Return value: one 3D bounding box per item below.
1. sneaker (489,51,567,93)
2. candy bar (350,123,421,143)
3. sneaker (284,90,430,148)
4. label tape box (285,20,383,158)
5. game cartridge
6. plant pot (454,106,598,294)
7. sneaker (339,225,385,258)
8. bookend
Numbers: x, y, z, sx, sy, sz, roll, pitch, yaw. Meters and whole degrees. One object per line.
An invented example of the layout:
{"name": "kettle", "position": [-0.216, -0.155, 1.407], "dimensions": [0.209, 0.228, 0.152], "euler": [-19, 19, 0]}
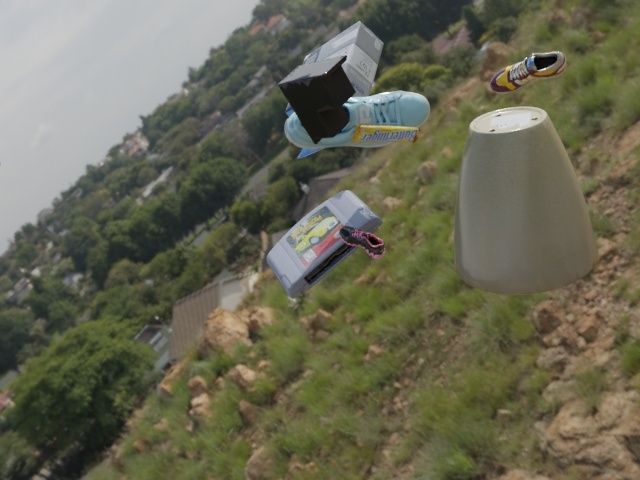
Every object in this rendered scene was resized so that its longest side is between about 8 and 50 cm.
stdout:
{"name": "sneaker", "position": [0.498, -0.416, 1.541], "dimensions": [0.186, 0.069, 0.084], "euler": [-16, -15, 26]}
{"name": "candy bar", "position": [0.134, -0.214, 1.276], "dimensions": [0.018, 0.162, 0.040], "euler": [55, 139, 45]}
{"name": "sneaker", "position": [0.100, -0.286, 1.526], "dimensions": [0.366, 0.135, 0.150], "euler": [-13, 7, -5]}
{"name": "label tape box", "position": [0.026, -0.431, 1.836], "dimensions": [0.249, 0.115, 0.347], "euler": [-17, 46, 47]}
{"name": "game cartridge", "position": [0.000, 0.000, 1.616], "dimensions": [0.294, 0.060, 0.196], "euler": [-41, 33, 0]}
{"name": "plant pot", "position": [0.348, -0.087, 1.129], "dimensions": [0.257, 0.273, 0.256], "euler": [-12, 25, 6]}
{"name": "sneaker", "position": [0.098, -0.007, 1.452], "dimensions": [0.047, 0.119, 0.057], "euler": [-56, -15, -25]}
{"name": "bookend", "position": [0.017, -0.285, 1.303], "dimensions": [0.157, 0.156, 0.072], "euler": [5, 46, 52]}
